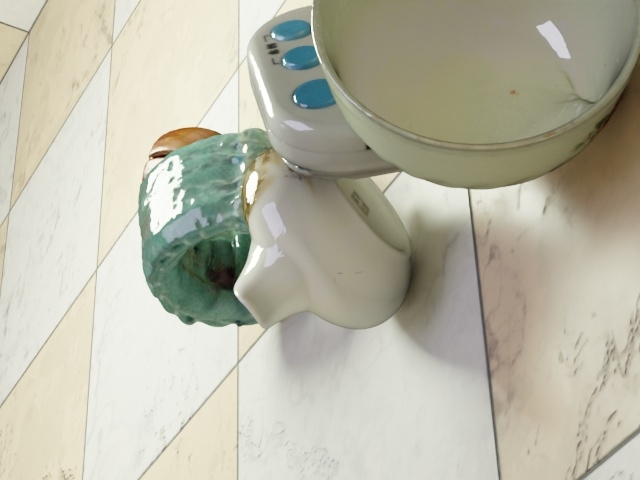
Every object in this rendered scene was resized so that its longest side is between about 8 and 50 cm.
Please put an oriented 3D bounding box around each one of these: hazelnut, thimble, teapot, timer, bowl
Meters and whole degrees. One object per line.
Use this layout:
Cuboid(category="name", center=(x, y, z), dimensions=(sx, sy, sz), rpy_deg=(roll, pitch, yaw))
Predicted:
Cuboid(category="hazelnut", center=(-0.157, -0.068, 2.248), dimensions=(0.143, 0.143, 0.154), rpy_deg=(-145, 66, -66))
Cuboid(category="thimble", center=(-0.101, -0.014, 1.972), dimensions=(0.235, 0.198, 0.143), rpy_deg=(122, 153, -44))
Cuboid(category="teapot", center=(0.000, 0.000, 1.735), dimensions=(0.139, 0.204, 0.298), rpy_deg=(-40, -1, 16))
Cuboid(category="timer", center=(0.056, -0.149, 1.691), dimensions=(0.262, 0.237, 0.087), rpy_deg=(-109, 12, -55))
Cuboid(category="bowl", center=(0.133, -0.152, 1.506), dimensions=(0.145, 0.277, 0.277), rpy_deg=(81, -170, -57))
